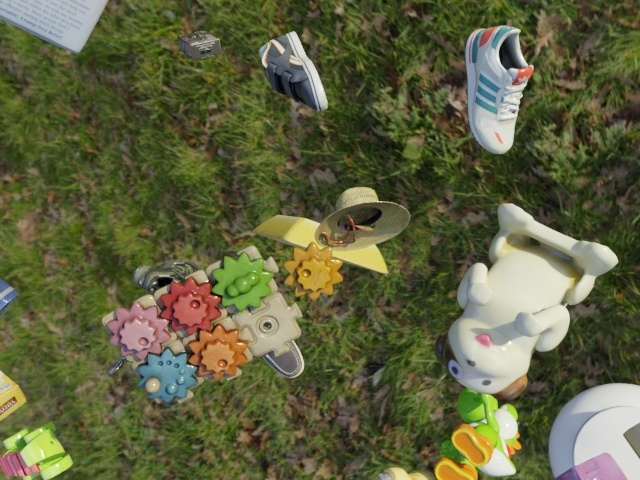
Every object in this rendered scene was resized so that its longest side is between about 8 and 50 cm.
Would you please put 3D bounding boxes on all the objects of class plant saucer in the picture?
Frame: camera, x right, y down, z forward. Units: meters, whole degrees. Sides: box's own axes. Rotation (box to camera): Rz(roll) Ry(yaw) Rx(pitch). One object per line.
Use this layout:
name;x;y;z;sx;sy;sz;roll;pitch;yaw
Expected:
plant saucer;0.000;0.000;1.685;0.333;0.333;0.081;12;83;67

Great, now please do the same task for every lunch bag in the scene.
lunch bag;-0.592;0.116;1.006;0.098;0.067;0.065;-44;102;-1

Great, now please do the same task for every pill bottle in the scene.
pill bottle;0.405;0.287;0.761;0.182;0.323;0.181;-7;72;21

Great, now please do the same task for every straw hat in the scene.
straw hat;0.054;-0.044;0.833;0.145;0.144;0.061;-23;59;24

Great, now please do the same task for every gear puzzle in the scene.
gear puzzle;-0.118;0.110;0.793;0.339;0.044;0.175;-26;109;0

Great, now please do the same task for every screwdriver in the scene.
screwdriver;-0.513;0.293;1.530;0.024;0.025;0.170;18;59;28

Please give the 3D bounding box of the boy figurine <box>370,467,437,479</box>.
boy figurine;0.157;0.620;1.366;0.092;0.285;0.177;-126;43;-53

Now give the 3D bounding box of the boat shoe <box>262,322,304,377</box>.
boat shoe;-0.156;0.272;1.624;0.103;0.092;0.285;-37;76;2

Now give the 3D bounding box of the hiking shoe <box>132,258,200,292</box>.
hiking shoe;-0.438;0.121;1.684;0.114;0.227;0.086;37;117;29

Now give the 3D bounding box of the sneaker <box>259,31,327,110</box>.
sneaker;-0.078;-0.441;1.537;0.128;0.126;0.321;-21;48;-2

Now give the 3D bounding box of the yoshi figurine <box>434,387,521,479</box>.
yoshi figurine;0.399;0.488;1.486;0.204;0.362;0.203;-16;86;33

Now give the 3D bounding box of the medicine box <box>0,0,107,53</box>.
medicine box;-0.288;-0.429;0.668;0.289;0.149;0.263;-43;41;33

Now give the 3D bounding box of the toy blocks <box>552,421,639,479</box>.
toy blocks;0.157;0.311;0.360;0.289;0.309;0.260;-16;56;-17

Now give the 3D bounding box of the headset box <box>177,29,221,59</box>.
headset box;-0.243;-0.394;1.148;0.083;0.062;0.032;43;147;45

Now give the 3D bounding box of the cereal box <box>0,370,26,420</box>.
cereal box;-0.604;0.239;0.879;0.240;0.173;0.047;22;134;28

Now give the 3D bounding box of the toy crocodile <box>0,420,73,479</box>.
toy crocodile;-0.665;0.493;1.294;0.341;0.105;0.115;-26;90;41

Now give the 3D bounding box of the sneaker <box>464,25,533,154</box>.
sneaker;0.227;-0.186;0.708;0.075;0.057;0.161;18;122;62

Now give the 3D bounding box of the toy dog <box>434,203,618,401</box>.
toy dog;0.444;0.174;1.378;0.285;0.395;0.408;32;79;15
